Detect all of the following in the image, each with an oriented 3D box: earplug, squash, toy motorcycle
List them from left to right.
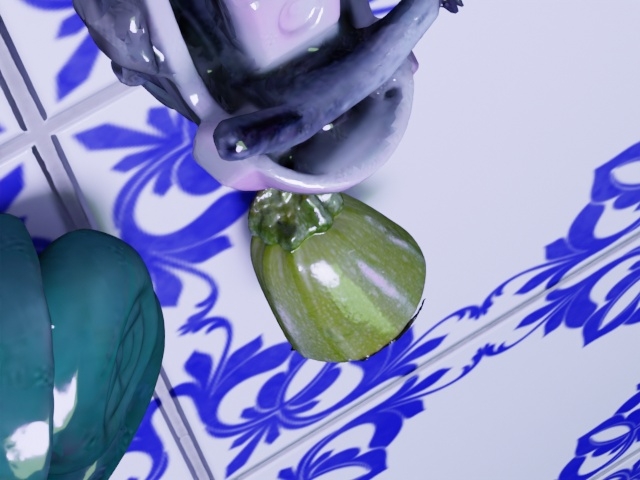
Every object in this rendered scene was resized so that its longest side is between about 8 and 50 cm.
[{"bbox_3d":[-0.185,0.075,0.822,0.280,0.163,0.257,4,170,-34],"label":"earplug"},{"bbox_3d":[-0.038,-0.134,0.590,0.143,0.188,0.327,-33,152,-20],"label":"toy motorcycle"},{"bbox_3d":[-0.009,0.001,0.938,0.105,0.105,0.132,-38,137,4],"label":"squash"}]
